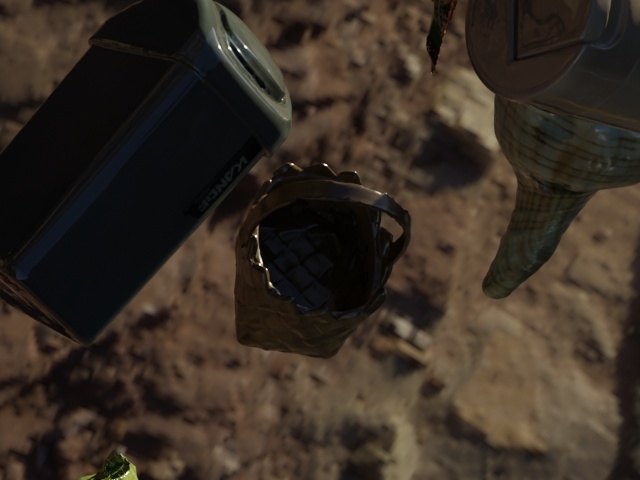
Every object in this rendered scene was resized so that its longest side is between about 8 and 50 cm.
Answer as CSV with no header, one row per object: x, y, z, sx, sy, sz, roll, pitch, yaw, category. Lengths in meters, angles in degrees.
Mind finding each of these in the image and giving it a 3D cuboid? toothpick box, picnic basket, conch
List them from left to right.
-0.182,0.214,1.607,0.074,0.121,0.089,20,82,1,conch
0.000,0.000,1.544,0.128,0.178,0.138,7,60,-13,picnic basket
0.217,-0.114,1.698,0.169,0.386,0.203,32,36,-21,conch
0.186,-0.122,1.193,0.180,0.111,0.111,11,44,-39,toothpick box

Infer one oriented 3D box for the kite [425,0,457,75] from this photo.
0.051,-0.164,0.842,0.014,0.241,0.183,-2,35,-2,kite

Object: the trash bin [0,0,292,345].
-0.130,-0.055,1.298,0.236,0.176,0.101,-50,120,-13,trash bin
